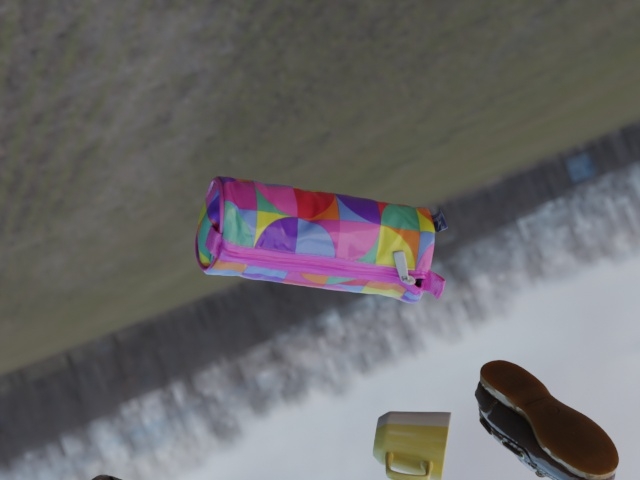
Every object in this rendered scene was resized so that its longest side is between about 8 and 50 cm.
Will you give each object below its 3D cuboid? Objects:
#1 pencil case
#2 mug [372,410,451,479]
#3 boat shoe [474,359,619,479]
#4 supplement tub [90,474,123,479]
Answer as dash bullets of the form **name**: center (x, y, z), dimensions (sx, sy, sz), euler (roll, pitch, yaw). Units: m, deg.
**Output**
- **pencil case**: center (0.000, 0.000, 1.700), dimensions (0.236, 0.104, 0.104), euler (8, 171, -14)
- **mug**: center (0.079, 0.176, 1.541), dimensions (0.064, 0.062, 0.078), euler (9, 180, 5)
- **boat shoe**: center (0.228, 0.200, 1.791), dimensions (0.073, 0.073, 0.207), euler (-9, -149, -25)
- **supplement tub**: center (-0.163, 0.246, 1.082), dimensions (0.198, 0.106, 0.106), euler (-47, 179, 0)
